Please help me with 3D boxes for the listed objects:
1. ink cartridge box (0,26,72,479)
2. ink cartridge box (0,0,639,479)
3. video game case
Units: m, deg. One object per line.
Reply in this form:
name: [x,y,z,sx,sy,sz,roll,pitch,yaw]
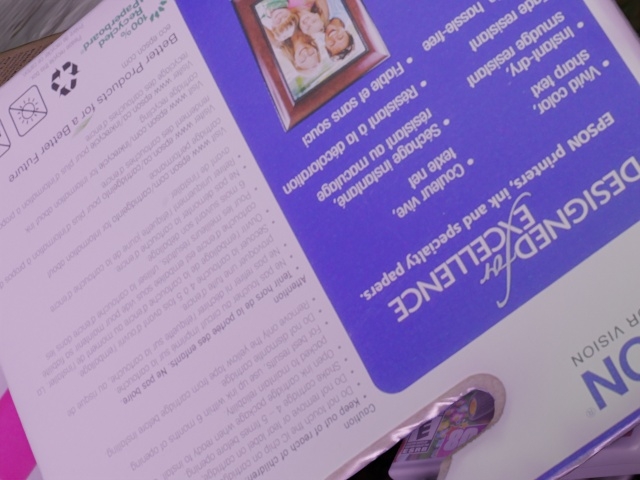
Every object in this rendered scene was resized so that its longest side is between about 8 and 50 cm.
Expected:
ink cartridge box: [-0.129,0.029,0.680,0.193,0.088,0.235,-5,45,53]
ink cartridge box: [0.000,0.000,0.497,0.206,0.045,0.208,-37,58,17]
video game case: [0.073,0.012,0.482,0.087,0.011,0.122,-15,38,49]
